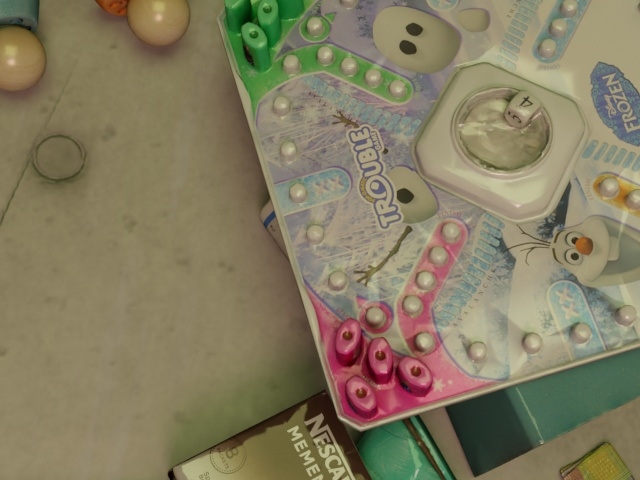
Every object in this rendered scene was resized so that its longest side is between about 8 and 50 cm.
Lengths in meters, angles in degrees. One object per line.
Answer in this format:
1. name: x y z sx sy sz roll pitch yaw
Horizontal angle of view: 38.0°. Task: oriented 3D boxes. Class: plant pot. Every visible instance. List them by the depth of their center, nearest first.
1. plant pot: 0.173 0.056 0.819 0.166 0.165 0.234 -21 72 -16

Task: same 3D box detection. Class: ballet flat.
1. ballet flat: 0.111 0.260 0.788 0.087 0.083 0.247 -37 81 5

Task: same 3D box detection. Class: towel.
1. towel: 0.264 0.233 0.852 0.060 0.009 0.083 -30 80 -19

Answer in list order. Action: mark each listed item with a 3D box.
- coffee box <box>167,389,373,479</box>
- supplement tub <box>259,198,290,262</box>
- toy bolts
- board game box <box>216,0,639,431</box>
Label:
1. coffee box: -0.007 0.265 0.744 0.141 0.098 0.246 -23 78 -17
2. supplement tub: 0.000 0.000 0.847 0.071 0.071 0.107 -33 80 -18
3. toy bolts: -0.236 -0.238 0.827 0.229 0.218 0.158 -23 84 2
4. board game box: 0.148 -0.089 0.752 0.390 0.050 0.389 -16 70 -5
